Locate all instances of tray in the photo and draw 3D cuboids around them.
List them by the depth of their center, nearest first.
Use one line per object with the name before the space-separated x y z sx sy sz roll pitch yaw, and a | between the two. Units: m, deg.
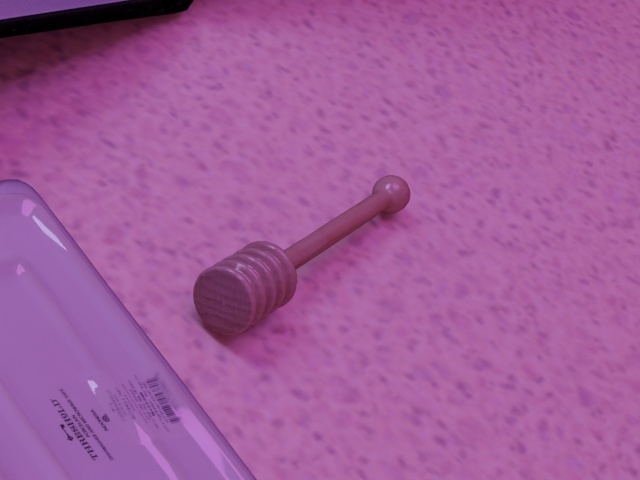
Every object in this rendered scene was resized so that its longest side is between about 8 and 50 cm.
tray | -0.087 0.074 0.673 0.145 0.030 0.270 -13 56 -47

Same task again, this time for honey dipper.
honey dipper | 0.000 0.000 0.828 0.030 0.030 0.160 41 34 12

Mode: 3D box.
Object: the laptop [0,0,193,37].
laptop | -0.167 -0.307 0.873 0.382 0.236 0.408 40 22 11
